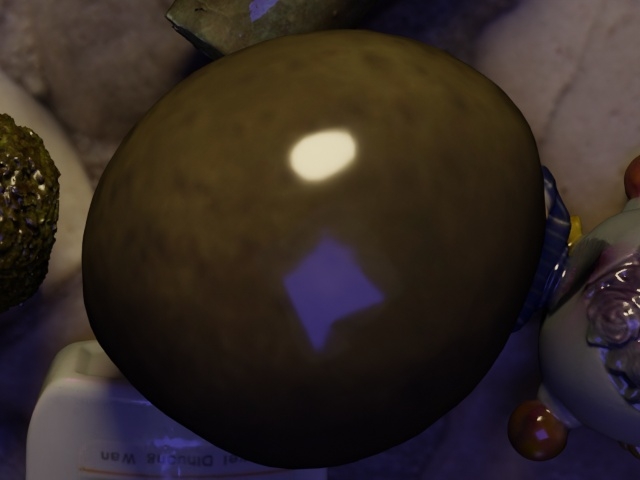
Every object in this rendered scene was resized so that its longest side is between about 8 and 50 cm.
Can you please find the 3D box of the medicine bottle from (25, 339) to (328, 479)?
[{"bbox_3d":[-0.089,0.228,0.968,0.179,0.124,0.324,2,104,-6],"label":"medicine bottle"}]

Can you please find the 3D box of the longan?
[{"bbox_3d":[0.000,0.000,0.818,0.246,0.246,0.215,-9,133,-2],"label":"longan"}]

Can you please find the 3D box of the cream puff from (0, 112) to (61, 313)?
[{"bbox_3d":[-0.227,-0.016,0.898,0.169,0.183,0.183,2,104,-28],"label":"cream puff"}]

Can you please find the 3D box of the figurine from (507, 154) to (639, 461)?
[{"bbox_3d":[0.149,0.015,0.938,0.194,0.133,0.274,-42,89,-5],"label":"figurine"}]

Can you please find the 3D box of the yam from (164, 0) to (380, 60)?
[{"bbox_3d":[0.024,-0.193,0.888,0.106,0.106,0.259,38,98,-11],"label":"yam"}]
